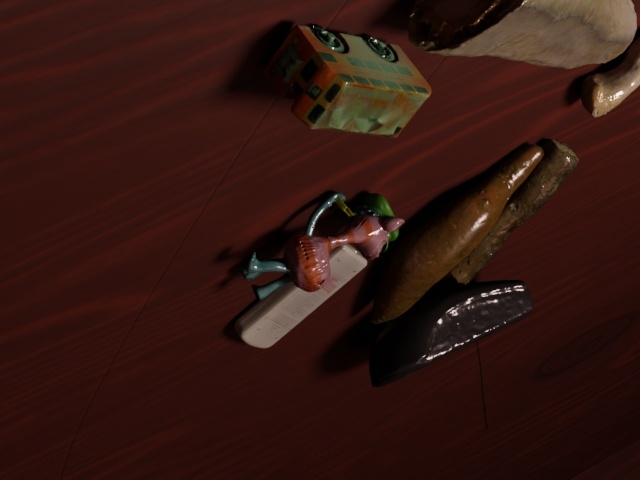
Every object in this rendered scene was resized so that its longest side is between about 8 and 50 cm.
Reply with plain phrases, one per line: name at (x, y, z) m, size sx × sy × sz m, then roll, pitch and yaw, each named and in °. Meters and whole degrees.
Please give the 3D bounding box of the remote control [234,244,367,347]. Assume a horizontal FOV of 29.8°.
remote control at (-0.028, 0.071, 1.586) m, size 0.190 × 0.029 × 0.087 m, roll -41°, pitch 151°, yaw 9°

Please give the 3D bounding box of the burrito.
burrito at (0.231, -0.253, 1.317) m, size 0.299 × 0.105 × 0.143 m, roll -2°, pitch 141°, yaw -48°

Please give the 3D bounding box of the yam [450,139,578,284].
yam at (0.267, -0.039, 1.719) m, size 0.061 × 0.061 × 0.253 m, roll 5°, pitch 132°, yaw -50°

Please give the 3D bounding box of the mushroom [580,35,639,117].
mushroom at (0.424, -0.246, 1.591) m, size 0.202 × 0.059 × 0.054 m, roll -43°, pitch 114°, yaw 9°

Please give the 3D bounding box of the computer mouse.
computer mouse at (0.179, 0.125, 1.803) m, size 0.269 × 0.100 × 0.170 m, roll -23°, pitch 174°, yaw -24°

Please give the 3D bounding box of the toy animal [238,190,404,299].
toy animal at (0.000, 0.000, 1.471) m, size 0.208 × 0.100 × 0.103 m, roll -24°, pitch 110°, yaw -16°

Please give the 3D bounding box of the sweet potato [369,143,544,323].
sweet potato at (0.172, -0.007, 1.649) m, size 0.346 × 0.079 × 0.108 m, roll -46°, pitch 179°, yaw 13°

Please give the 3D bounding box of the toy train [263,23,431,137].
toy train at (0.035, -0.163, 1.238) m, size 0.188 × 0.099 × 0.072 m, roll 1°, pitch 134°, yaw -47°
